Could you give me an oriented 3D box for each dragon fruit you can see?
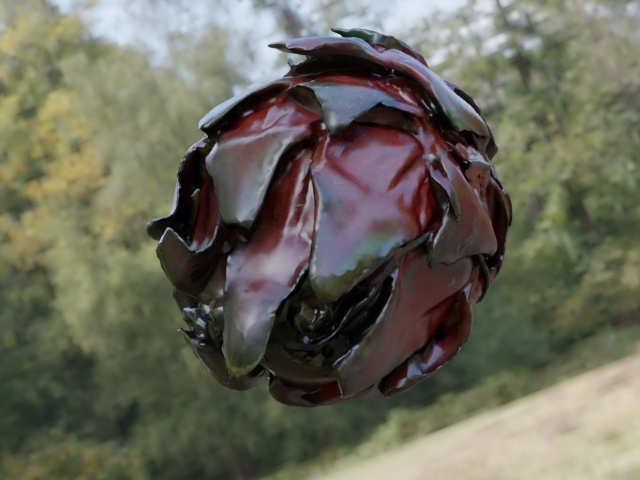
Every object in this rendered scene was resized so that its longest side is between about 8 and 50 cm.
[{"bbox_3d":[0.006,-0.006,0.849,0.189,0.182,0.182,-49,-1,-9],"label":"dragon fruit"}]
